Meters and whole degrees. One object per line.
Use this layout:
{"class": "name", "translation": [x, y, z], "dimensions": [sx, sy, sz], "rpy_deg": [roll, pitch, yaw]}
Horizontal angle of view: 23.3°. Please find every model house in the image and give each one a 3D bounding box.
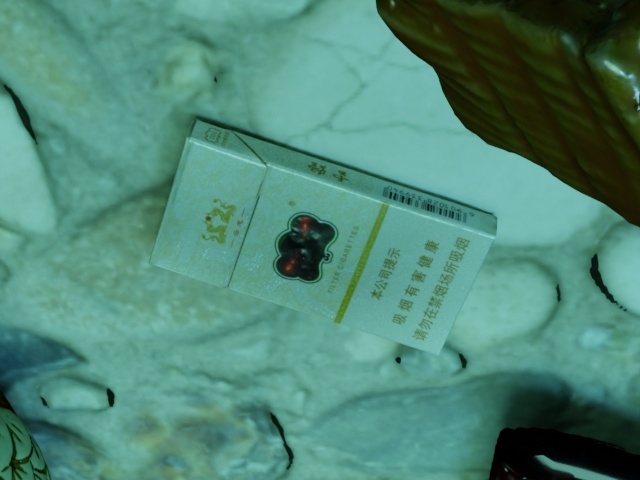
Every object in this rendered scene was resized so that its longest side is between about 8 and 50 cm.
{"class": "model house", "translation": [0.125, -0.121, 0.590], "dimensions": [0.220, 0.229, 0.199], "rpy_deg": [-12, 129, 17]}

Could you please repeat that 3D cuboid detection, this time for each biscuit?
{"class": "biscuit", "translation": [0.142, 0.190, 0.917], "dimensions": [0.151, 0.063, 0.235], "rpy_deg": [19, 130, -4]}

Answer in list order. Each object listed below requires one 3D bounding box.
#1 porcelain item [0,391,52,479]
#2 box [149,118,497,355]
{"class": "porcelain item", "translation": [-0.281, 0.171, 0.875], "dimensions": [0.253, 0.253, 0.253], "rpy_deg": [5, 127, 6]}
{"class": "box", "translation": [0.000, 0.000, 0.824], "dimensions": [0.167, 0.024, 0.090], "rpy_deg": [18, 128, -4]}
